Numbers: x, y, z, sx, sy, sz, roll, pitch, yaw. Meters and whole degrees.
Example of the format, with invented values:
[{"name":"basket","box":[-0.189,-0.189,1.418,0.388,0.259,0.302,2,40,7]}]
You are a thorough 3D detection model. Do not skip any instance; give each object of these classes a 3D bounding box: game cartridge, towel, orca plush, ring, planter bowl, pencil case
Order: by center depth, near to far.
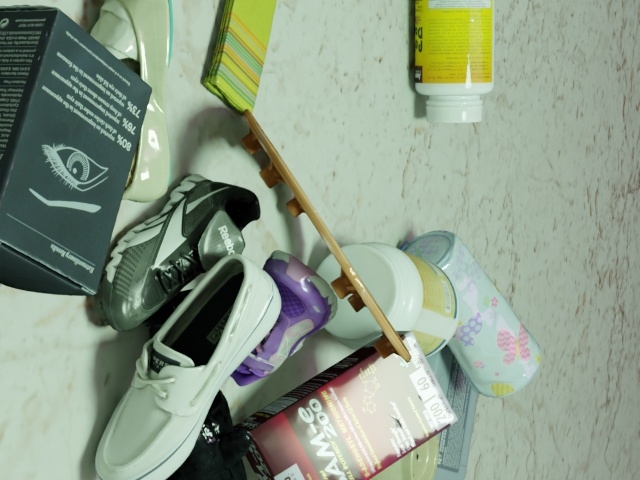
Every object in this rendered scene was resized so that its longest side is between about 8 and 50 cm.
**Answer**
[{"name":"orca plush","box":[-0.110,0.191,1.411,0.151,0.102,0.287,-23,114,-59]},{"name":"ring","box":[0.000,0.000,1.460,0.336,0.032,0.336,56,1,-1]},{"name":"towel","box":[-0.082,-0.267,1.496,0.102,0.021,0.237,42,56,-62]},{"name":"planter bowl","box":[0.098,0.294,1.807,0.162,0.109,0.162,-12,103,-62]},{"name":"pencil case","box":[0.216,0.111,1.920,0.124,0.113,0.273,-50,117,-18]},{"name":"game cartridge","box":[0.187,0.255,2.028,0.196,0.060,0.294,35,63,-62]}]

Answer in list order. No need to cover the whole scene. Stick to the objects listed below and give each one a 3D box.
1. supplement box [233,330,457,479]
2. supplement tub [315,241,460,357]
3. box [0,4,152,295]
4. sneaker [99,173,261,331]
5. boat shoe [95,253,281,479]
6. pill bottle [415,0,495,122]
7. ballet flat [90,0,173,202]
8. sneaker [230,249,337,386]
[{"name":"supplement box","box":[0.030,0.219,1.550,0.239,0.073,0.130,-30,98,-20]},{"name":"supplement tub","box":[0.086,0.081,1.717,0.200,0.144,0.144,21,75,-61]},{"name":"box","box":[-0.248,-0.074,1.113,0.153,0.108,0.207,41,58,-56]},{"name":"sneaker","box":[-0.136,0.008,1.334,0.234,0.106,0.078,-54,137,-45]},{"name":"boat shoe","box":[-0.141,0.130,1.290,0.267,0.096,0.088,-50,147,-9]},{"name":"pill bottle","box":[0.197,-0.281,1.906,0.117,0.117,0.214,-16,107,-60]},{"name":"ballet flat","box":[-0.187,-0.155,1.258,0.086,0.086,0.248,-23,115,-59]},{"name":"sneaker","box":[-0.058,0.097,1.435,0.104,0.095,0.236,-45,173,-29]}]
